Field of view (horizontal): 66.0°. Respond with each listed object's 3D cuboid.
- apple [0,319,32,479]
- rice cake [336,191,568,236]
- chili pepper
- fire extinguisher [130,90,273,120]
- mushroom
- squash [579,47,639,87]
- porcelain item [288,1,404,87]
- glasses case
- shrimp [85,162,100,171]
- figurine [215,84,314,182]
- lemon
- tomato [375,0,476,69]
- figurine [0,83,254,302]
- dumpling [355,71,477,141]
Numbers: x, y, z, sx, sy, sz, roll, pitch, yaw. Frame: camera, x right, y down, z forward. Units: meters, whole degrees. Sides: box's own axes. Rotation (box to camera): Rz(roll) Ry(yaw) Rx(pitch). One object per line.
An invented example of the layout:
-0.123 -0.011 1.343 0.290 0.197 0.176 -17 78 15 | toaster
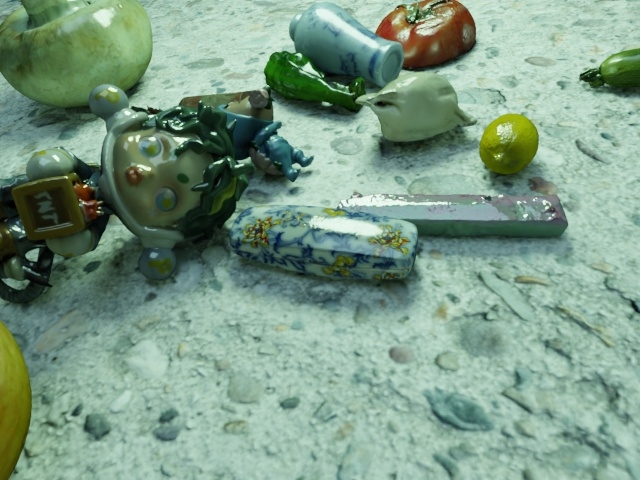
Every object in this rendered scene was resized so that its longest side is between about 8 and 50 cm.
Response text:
-0.401 0.161 0.407 0.286 0.286 0.233 -24 51 -14 | apple
0.170 -0.044 0.660 0.291 0.051 0.081 3 45 14 | rice cake
-0.020 -0.314 0.975 0.253 0.083 0.099 31 47 32 | chili pepper
-0.221 -0.247 0.922 0.252 0.106 0.075 -1 63 11 | fire extinguisher
-0.548 -0.447 1.097 0.352 0.260 0.352 -10 44 10 | mushroom
0.610 -0.293 0.818 0.319 0.071 0.080 -3 42 9 | squash
0.045 -0.402 1.017 0.259 0.141 0.141 35 59 29 | porcelain item
0.000 0.000 0.638 0.248 0.065 0.087 7 48 17 | glasses case
-0.401 -0.068 0.755 0.188 0.132 0.051 -32 63 -3 | shrimp
-0.091 -0.178 0.796 0.178 0.144 0.114 34 31 7 | figurine
0.273 -0.139 0.718 0.082 0.082 0.110 11 47 23 | lemon
0.224 -0.462 1.067 0.228 0.101 0.227 -7 45 7 | tomato
-0.278 -0.071 0.660 0.382 0.261 0.186 -17 20 -20 | figurine
0.154 -0.217 0.813 0.199 0.118 0.136 13 13 -4 | dumpling
